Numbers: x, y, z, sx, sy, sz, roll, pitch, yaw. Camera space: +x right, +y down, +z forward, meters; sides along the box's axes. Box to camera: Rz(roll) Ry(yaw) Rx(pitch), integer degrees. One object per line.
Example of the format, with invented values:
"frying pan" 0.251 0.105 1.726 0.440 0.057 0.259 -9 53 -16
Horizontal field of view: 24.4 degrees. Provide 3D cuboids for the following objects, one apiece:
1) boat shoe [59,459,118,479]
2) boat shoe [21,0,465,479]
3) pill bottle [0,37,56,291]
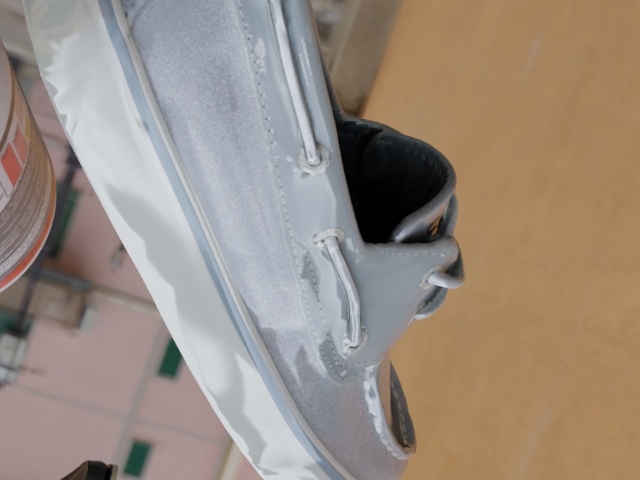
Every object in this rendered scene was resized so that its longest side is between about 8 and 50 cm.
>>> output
"boat shoe" -0.160 0.165 0.850 0.042 0.133 0.049 33 -143 -17
"boat shoe" 0.000 -0.001 0.405 0.081 0.079 0.227 -18 134 8
"pill bottle" -0.329 -0.086 1.136 0.210 0.210 0.363 19 163 4
